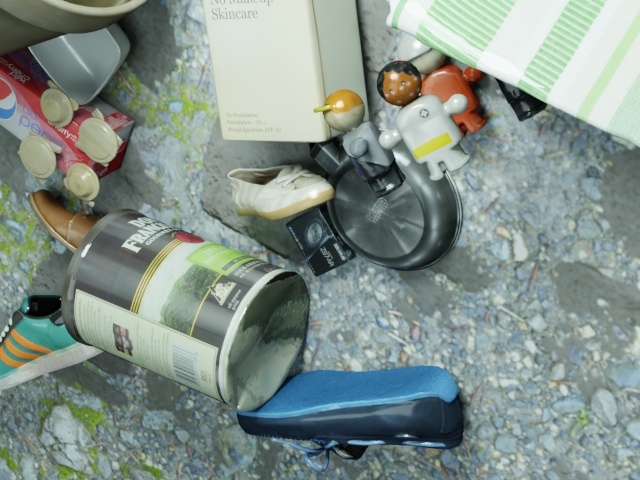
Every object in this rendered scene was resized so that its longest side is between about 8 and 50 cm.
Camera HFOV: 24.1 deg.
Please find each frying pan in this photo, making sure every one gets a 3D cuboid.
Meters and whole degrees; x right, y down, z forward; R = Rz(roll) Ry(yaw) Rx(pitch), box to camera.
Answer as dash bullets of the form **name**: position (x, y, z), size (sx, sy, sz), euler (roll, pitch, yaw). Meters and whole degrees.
- **frying pan**: position (0.051, -0.100, 1.885), size (0.197, 0.053, 0.326), euler (-26, 100, 40)

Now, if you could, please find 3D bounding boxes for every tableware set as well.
- **tableware set**: position (-0.344, -0.128, 2.054), size (0.141, 0.020, 0.169), euler (38, 127, 11)

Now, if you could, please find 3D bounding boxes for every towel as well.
- **towel**: position (0.258, -0.256, 1.556), size (0.325, 0.248, 0.038), euler (28, 166, 21)

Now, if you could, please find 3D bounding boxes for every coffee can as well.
- **coffee can**: position (-0.183, 0.093, 2.043), size (0.275, 0.201, 0.201), euler (20, 123, 25)

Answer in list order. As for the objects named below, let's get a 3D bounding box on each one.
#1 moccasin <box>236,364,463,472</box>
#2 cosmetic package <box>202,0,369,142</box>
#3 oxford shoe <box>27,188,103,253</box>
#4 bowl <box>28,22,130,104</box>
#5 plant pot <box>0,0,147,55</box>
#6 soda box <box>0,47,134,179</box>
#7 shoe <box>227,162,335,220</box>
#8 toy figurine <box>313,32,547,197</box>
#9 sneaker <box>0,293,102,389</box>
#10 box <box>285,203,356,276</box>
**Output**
- **moccasin**: position (0.032, 0.250, 2.016), size (0.342, 0.138, 0.117), euler (-5, 114, 38)
- **cosmetic package**: position (-0.048, -0.280, 1.797), size (0.160, 0.113, 0.309), euler (2, 109, 34)
- **oxford shoe**: position (-0.344, -0.013, 2.205), size (0.212, 0.076, 0.076), euler (42, 100, 15)
- **bowl**: position (-0.327, -0.275, 2.055), size (0.142, 0.053, 0.142), euler (49, 131, 3)
- **plant pot**: position (-0.394, -0.366, 1.882), size (0.280, 0.323, 0.323), euler (-30, 94, 42)
- **soda box**: position (-0.395, -0.191, 2.126), size (0.263, 0.083, 0.092), euler (36, 129, 16)
- **shoe**: position (-0.057, -0.066, 1.923), size (0.219, 0.076, 0.058), euler (0, 114, 58)
- **toy figurine**: position (0.122, -0.162, 1.677), size (0.148, 0.209, 0.213), euler (59, 156, -9)
- **sneaker**: position (-0.442, 0.144, 2.323), size (0.302, 0.108, 0.121), euler (-21, 99, 32)
- **box**: position (0.000, 0.000, 1.986), size (0.067, 0.018, 0.083), euler (-25, 97, 41)
